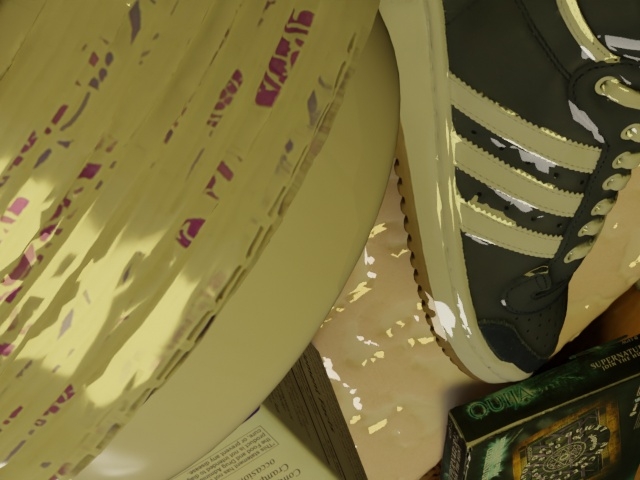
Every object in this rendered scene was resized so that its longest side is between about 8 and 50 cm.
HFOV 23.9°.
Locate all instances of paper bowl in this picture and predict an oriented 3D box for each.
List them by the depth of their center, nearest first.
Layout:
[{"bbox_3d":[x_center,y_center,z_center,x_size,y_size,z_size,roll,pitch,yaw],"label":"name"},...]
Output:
[{"bbox_3d":[-0.087,-0.029,0.494,0.148,0.284,0.284,33,114,-27],"label":"paper bowl"}]

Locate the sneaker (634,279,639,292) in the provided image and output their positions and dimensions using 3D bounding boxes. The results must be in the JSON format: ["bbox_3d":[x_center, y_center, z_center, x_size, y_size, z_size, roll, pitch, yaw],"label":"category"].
[{"bbox_3d":[0.314,0.066,0.819,0.293,0.146,0.102,7,127,-22],"label":"sneaker"}]

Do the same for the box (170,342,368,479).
[{"bbox_3d":[-0.046,0.070,0.655,0.072,0.126,0.137,-33,130,9],"label":"box"}]

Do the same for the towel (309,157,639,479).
[{"bbox_3d":[0.000,0.000,0.731,0.317,0.053,0.332,31,115,-34],"label":"towel"}]

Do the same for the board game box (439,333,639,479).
[{"bbox_3d":[0.126,0.126,0.851,0.126,0.026,0.186,-20,147,-13],"label":"board game box"}]

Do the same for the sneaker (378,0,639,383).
[{"bbox_3d":[0.110,-0.049,0.594,0.153,0.099,0.282,-1,131,17],"label":"sneaker"}]
